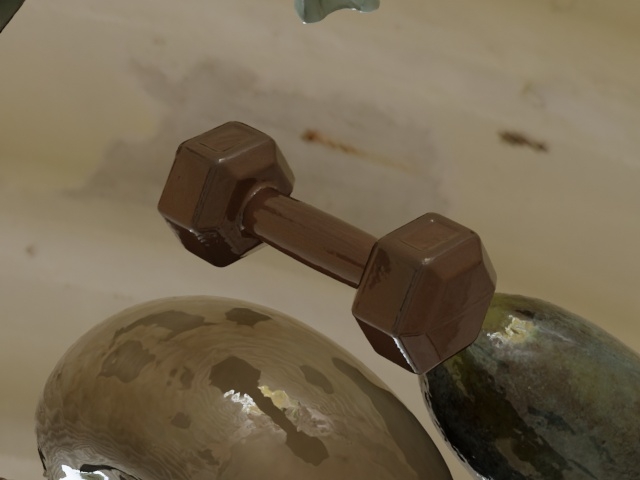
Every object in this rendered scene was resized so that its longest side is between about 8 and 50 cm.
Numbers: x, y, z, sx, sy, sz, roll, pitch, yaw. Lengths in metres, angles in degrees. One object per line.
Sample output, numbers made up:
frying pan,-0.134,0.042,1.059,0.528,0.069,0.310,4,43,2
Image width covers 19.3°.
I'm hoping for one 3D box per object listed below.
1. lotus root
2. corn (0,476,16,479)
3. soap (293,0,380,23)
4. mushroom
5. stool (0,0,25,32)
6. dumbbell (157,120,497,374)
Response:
lotus root,0.166,0.131,1.365,0.322,0.158,0.140,38,-124,-16
corn,-0.275,0.273,1.744,0.098,0.289,0.098,-24,-62,-57
soap,-0.007,-0.359,1.785,0.087,0.160,0.265,-12,-45,-4
mushroom,-0.070,0.219,1.351,0.294,0.362,0.362,-41,-35,-28
stool,-0.270,-0.305,1.572,0.243,0.170,0.270,-39,18,49
dumbbell,0.000,0.000,1.149,0.092,0.231,0.082,-27,-50,-39
